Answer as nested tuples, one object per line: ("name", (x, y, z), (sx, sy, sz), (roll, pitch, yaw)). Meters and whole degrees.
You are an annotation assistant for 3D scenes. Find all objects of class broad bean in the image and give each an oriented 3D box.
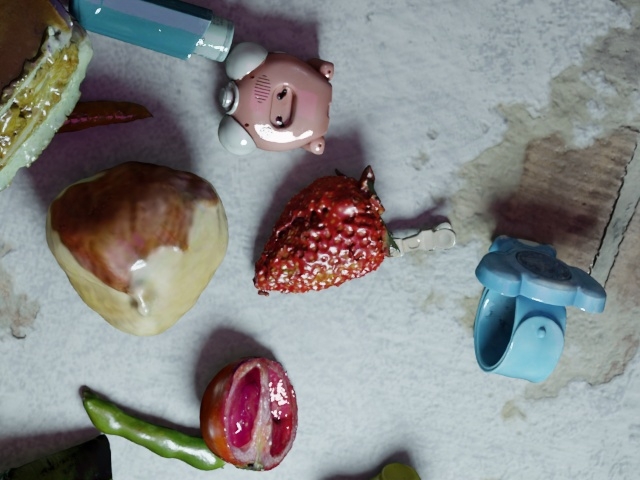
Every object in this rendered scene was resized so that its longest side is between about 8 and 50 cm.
("broad bean", (-0.256, 0.299, 1.990), (0.256, 0.053, 0.052), (26, 139, -14))

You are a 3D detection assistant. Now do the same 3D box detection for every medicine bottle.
("medicine bottle", (-0.247, -0.335, 1.842), (0.258, 0.079, 0.124), (18, 98, -16))

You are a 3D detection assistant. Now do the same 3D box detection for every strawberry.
("strawberry", (-0.011, -0.012, 1.937), (0.228, 0.098, 0.175), (-19, 83, 5))

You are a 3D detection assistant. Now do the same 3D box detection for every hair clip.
("hair clip", (0.105, 0.013, 1.999), (0.225, 0.072, 0.034), (-13, 101, -9))

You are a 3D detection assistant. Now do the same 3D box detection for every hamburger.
("hamburger", (-0.484, -0.230, 1.725), (0.276, 0.195, 0.318), (38, 80, 5))

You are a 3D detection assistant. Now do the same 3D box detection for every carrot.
("carrot", (-0.353, -0.181, 1.868), (0.224, 0.057, 0.057), (-7, 103, -14))

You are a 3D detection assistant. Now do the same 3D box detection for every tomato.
("tomato", (-0.123, 0.264, 1.988), (0.189, 0.099, 0.173), (28, 66, -54))

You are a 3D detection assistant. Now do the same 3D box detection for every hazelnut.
("hazelnut", (-0.258, 0.014, 1.832), (0.261, 0.241, 0.261), (-14, 130, -18))

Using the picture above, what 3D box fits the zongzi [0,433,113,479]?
("zongzi", (-0.373, 0.505, 1.852), (0.319, 0.362, 0.384), (-19, 104, -27))

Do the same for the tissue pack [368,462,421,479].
("tissue pack", (0.089, 0.442, 2.056), (0.178, 0.123, 0.127), (-19, 101, -9))

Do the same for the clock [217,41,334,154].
("clock", (-0.068, -0.203, 1.896), (0.162, 0.093, 0.166), (3, 101, -19))

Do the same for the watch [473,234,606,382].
("watch", (0.315, 0.116, 2.022), (0.210, 0.211, 0.193), (12, 113, -15))
